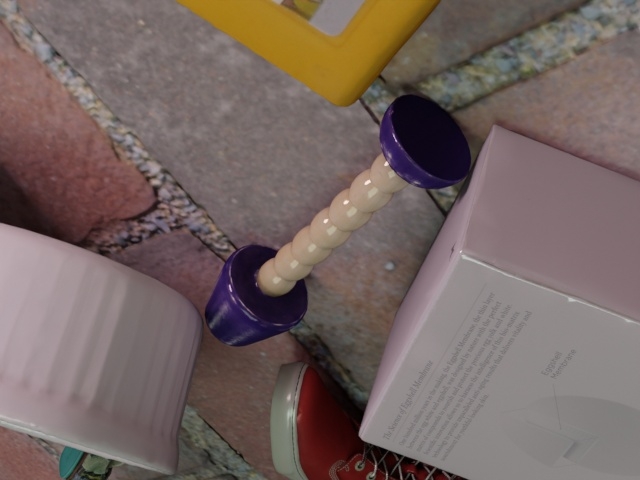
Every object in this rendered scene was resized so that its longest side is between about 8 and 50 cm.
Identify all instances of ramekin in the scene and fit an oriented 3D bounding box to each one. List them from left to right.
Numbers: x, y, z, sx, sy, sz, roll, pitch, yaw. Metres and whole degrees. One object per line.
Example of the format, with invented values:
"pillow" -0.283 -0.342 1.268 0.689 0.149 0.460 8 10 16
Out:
"ramekin" -0.227 0.083 0.892 0.277 0.135 0.277 16 166 4

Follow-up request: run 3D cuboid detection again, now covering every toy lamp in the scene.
"toy lamp" 0.000 0.000 0.833 0.080 0.080 0.274 36 134 -15

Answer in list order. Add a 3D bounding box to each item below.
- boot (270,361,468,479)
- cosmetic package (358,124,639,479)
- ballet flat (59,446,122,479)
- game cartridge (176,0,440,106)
"boot" 0.057 0.193 0.997 0.176 0.088 0.244 2 141 19
"cosmetic package" 0.173 0.072 0.792 0.224 0.138 0.224 21 137 -1
"ballet flat" -0.205 0.187 1.116 0.070 0.070 0.188 30 138 -9
"game cartridge" -0.014 -0.253 0.609 0.285 0.053 0.324 32 136 -11
